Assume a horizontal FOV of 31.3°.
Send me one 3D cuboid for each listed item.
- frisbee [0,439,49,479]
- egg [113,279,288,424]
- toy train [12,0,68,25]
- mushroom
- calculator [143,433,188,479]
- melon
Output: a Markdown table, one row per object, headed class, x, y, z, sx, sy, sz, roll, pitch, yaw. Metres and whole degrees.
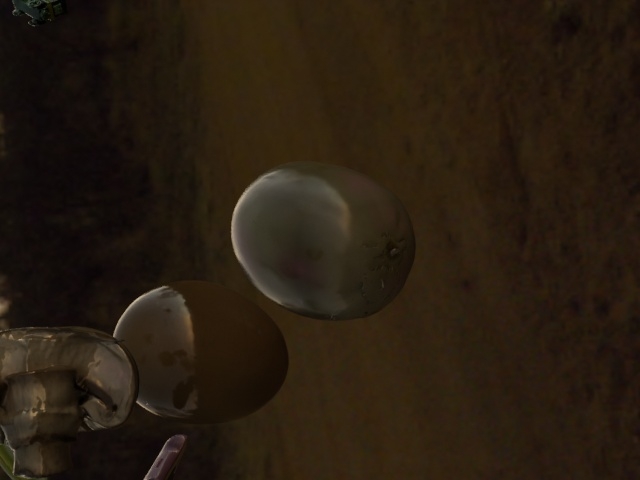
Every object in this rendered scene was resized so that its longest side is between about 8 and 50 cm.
| class | x | y | z | sx | sy | sz | roll | pitch | yaw |
| --- | --- | --- | --- | --- | --- | --- | --- | --- | --- |
| frisbee | -0.495 | 0.293 | 1.821 | 0.236 | 0.017 | 0.236 | 26 | 128 | 38 |
| egg | -0.252 | 0.236 | 2.416 | 0.301 | 0.373 | 0.301 | -172 | 90 | -73 |
| toy train | -0.534 | -0.445 | 2.167 | 0.122 | 0.081 | 0.050 | 31 | 134 | 39 |
| mushroom | -0.373 | 0.215 | 1.555 | 0.189 | 0.253 | 0.195 | 151 | 116 | -80 |
| calculator | -0.332 | 0.509 | 2.225 | 0.194 | 0.043 | 0.294 | -62 | -4 | -50 |
| melon | 0.000 | 0.000 | 1.636 | 0.317 | 0.223 | 0.223 | 18 | 112 | 50 |
